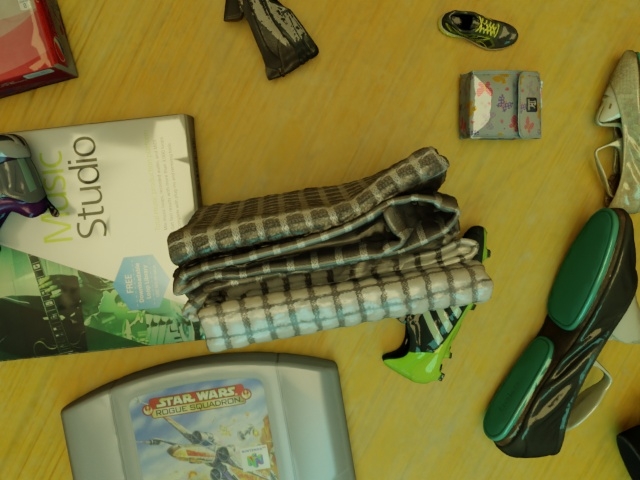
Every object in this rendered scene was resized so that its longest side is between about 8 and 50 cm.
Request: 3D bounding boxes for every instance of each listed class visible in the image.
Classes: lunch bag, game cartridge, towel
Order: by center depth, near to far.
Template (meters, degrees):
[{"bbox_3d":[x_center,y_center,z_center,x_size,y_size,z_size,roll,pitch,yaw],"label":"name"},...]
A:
[{"bbox_3d":[0.000,0.000,0.688,0.235,0.284,0.121,-11,94,0],"label":"towel"},{"bbox_3d":[0.187,-0.138,0.792,0.083,0.053,0.071,0,96,-9],"label":"lunch bag"},{"bbox_3d":[-0.117,0.223,0.823,0.297,0.062,0.198,-10,99,1],"label":"game cartridge"}]

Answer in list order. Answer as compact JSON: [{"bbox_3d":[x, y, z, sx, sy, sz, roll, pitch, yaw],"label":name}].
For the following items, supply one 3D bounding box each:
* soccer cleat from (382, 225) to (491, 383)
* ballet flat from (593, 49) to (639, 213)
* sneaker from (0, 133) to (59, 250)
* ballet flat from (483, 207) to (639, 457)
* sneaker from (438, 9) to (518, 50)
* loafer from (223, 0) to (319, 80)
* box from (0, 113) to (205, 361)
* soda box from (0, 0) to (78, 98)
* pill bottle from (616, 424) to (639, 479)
[{"bbox_3d":[0.120,0.063,0.807,0.072,0.060,0.179,21,97,-1],"label":"soccer cleat"},{"bbox_3d":[0.307,-0.109,0.795,0.052,0.057,0.168,-6,95,10],"label":"ballet flat"},{"bbox_3d":[-0.365,-0.013,0.733,0.223,0.083,0.098,-26,99,2],"label":"sneaker"},{"bbox_3d":[0.267,0.103,0.800,0.096,0.095,0.280,22,105,-12],"label":"ballet flat"},{"bbox_3d":[0.162,-0.215,0.793,0.083,0.035,0.031,10,96,-1],"label":"sneaker"},{"bbox_3d":[-0.074,-0.240,0.779,0.061,0.062,0.170,-36,93,8],"label":"loafer"},{"bbox_3d":[-0.278,0.002,0.800,0.322,0.058,0.232,-6,95,2],"label":"box"},{"bbox_3d":[-0.388,-0.175,0.771,0.263,0.083,0.092,-16,95,1],"label":"soda box"},{"bbox_3d":[0.425,0.197,0.787,0.219,0.123,0.123,-24,95,2],"label":"pill bottle"}]
